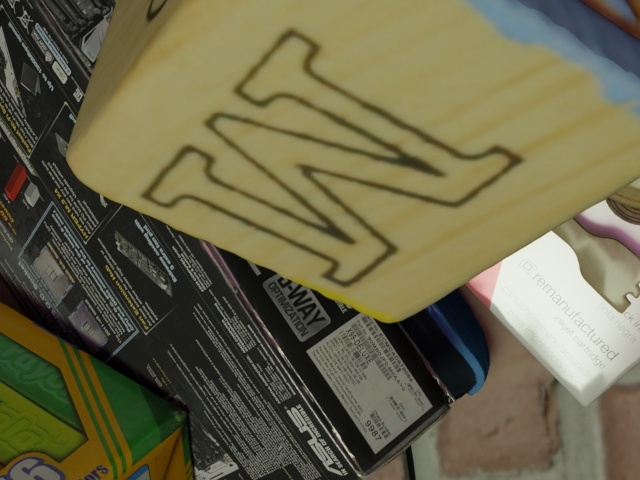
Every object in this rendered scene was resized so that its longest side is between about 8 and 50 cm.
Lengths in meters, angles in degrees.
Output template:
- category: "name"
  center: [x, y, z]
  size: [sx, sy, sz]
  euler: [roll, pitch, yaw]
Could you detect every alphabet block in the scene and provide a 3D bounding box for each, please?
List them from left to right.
- category: "alphabet block"
  center: [0.028, -0.105, 0.455]
  size: [0.193, 0.192, 0.197]
  euler: [27, 140, -23]

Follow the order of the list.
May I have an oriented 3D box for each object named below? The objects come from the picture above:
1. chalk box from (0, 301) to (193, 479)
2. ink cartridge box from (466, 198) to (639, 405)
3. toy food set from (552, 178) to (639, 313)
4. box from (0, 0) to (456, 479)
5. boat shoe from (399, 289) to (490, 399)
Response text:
- category: "chalk box"
  center: [-0.236, 0.151, 0.611]
  size: [0.288, 0.180, 0.179]
  euler: [23, 132, 28]
- category: "ink cartridge box"
  center: [0.176, -0.039, 0.572]
  size: [0.158, 0.092, 0.218]
  euler: [46, 103, 6]
- category: "toy food set"
  center: [0.179, -0.072, 0.505]
  size: [0.132, 0.038, 0.192]
  euler: [46, 110, 13]
- category: "box"
  center: [-0.096, 0.020, 0.594]
  size: [0.307, 0.076, 0.242]
  euler: [55, 143, 4]
- category: "boat shoe"
  center: [0.000, 0.000, 0.617]
  size: [0.089, 0.109, 0.258]
  euler: [-35, 85, 19]
